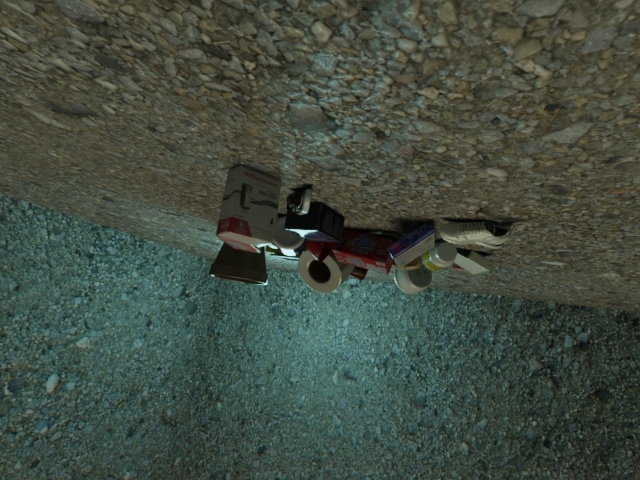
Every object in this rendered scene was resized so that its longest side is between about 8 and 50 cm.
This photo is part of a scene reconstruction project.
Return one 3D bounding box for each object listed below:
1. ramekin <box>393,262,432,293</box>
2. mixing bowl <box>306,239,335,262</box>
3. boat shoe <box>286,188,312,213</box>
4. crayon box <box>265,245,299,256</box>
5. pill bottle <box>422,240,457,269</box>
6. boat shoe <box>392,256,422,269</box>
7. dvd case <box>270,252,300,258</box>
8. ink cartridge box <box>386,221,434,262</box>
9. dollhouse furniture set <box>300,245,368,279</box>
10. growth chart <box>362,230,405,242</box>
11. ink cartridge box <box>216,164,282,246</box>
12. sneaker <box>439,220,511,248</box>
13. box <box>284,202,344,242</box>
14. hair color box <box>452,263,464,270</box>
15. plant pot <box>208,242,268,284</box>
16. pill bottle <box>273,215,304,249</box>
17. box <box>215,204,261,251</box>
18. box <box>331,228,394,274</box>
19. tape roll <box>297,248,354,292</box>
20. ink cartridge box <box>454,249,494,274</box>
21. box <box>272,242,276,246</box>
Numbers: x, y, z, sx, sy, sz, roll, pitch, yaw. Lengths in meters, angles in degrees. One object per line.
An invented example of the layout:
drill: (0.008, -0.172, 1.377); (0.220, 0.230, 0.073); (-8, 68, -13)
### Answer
ramekin: (0.526, 0.193, 2.327); (0.207, 0.206, 0.109); (13, 159, -21)
mixing bowl: (0.000, 0.000, 1.877); (0.098, 0.181, 0.181); (29, 175, 16)
boat shoe: (-0.080, -0.135, 1.431); (0.076, 0.080, 0.228); (9, 177, -10)
crayon box: (-0.222, 0.061, 2.550); (0.203, 0.083, 0.323); (8, 169, 2)
pill bottle: (0.536, 0.068, 1.860); (0.118, 0.117, 0.208); (9, 170, 1)
boat shoe: (0.380, 0.093, 2.159); (0.286, 0.104, 0.089); (6, 172, 17)
dvd case: (-0.159, 0.105, 2.423); (0.222, 0.018, 0.165); (4, 169, 39)
ink cartridge box: (0.365, 0.022, 1.660); (0.186, 0.065, 0.311); (-33, 164, 6)
dollhouse furniture set: (0.083, 0.082, 2.349); (0.374, 0.152, 0.201); (23, -179, 41)
growth chart: (0.322, -0.010, 1.892); (0.238, 0.021, 0.172); (13, 170, -17)
ink cartridge box: (-0.219, -0.105, 1.297); (0.159, 0.217, 0.092); (17, 161, -37)
sneaker: (0.540, -0.035, 1.454); (0.236, 0.089, 0.094); (5, 156, 4)
box: (-0.020, -0.068, 1.628); (0.153, 0.108, 0.207); (3, 168, 31)
hair color box: (0.791, 0.138, 2.199); (0.168, 0.053, 0.093); (4, 170, 17)
plant pot: (-0.437, 0.087, 2.327); (0.324, 0.279, 0.323); (9, 170, 2)
pill bottle: (-0.138, -0.012, 1.903); (0.154, 0.153, 0.264); (9, 170, 2)
box: (-0.356, -0.048, 1.892); (0.142, 0.153, 0.300); (8, 170, 5)
box: (0.196, 0.047, 1.858); (0.257, 0.122, 0.128); (14, 156, 24)
tape roll: (0.031, 0.119, 2.080); (0.247, 0.245, 0.169); (3, -155, 29)
ink cartridge box: (0.684, 0.081, 1.991); (0.235, 0.056, 0.171); (31, 170, 4)
box: (-0.240, -0.037, 1.958); (0.036, 0.113, 0.207); (5, 169, 17)
